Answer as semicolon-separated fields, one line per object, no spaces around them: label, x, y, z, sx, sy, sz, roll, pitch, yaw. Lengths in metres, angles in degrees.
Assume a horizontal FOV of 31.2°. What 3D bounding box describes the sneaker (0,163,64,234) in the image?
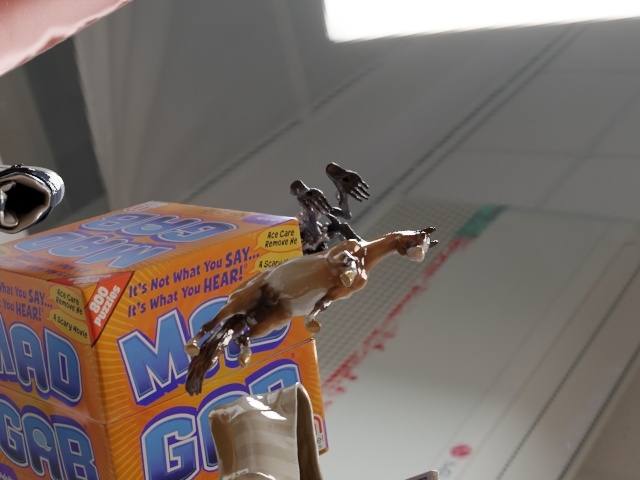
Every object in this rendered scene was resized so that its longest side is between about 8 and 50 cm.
sneaker;-0.465;-0.061;1.542;0.226;0.086;0.163;-2;-167;-9

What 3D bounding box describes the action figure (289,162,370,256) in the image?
action figure;0.000;0.000;1.900;0.164;0.276;0.141;-24;-115;-20

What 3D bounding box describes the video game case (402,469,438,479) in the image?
video game case;0.108;0.327;1.288;0.011;0.122;0.087;12;154;-23

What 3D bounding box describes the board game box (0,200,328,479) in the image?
board game box;-0.253;0.166;1.636;0.356;0.356;0.356;-19;-162;-40

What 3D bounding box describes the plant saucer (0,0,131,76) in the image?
plant saucer;-0.257;-0.167;0.663;0.258;0.048;0.259;16;-148;14

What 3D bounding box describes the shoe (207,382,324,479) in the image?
shoe;-0.017;0.147;0.604;0.058;0.076;0.219;-22;-149;0

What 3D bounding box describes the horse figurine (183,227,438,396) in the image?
horse figurine;-0.025;0.057;1.093;0.263;0.066;0.174;-28;-170;23
